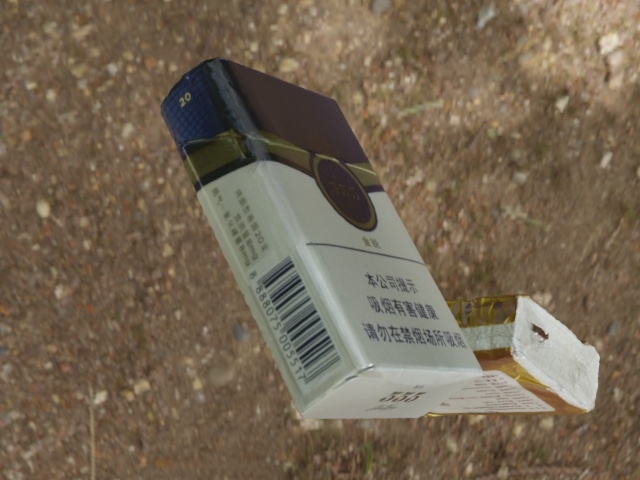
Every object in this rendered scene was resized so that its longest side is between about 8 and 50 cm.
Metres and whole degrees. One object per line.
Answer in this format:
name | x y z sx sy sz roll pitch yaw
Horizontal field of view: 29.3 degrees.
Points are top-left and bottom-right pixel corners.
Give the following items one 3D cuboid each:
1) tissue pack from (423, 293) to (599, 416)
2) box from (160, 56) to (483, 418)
tissue pack | 0.164 0.133 1.331 0.226 0.183 0.091 -11 60 38
box | 0.000 0.000 0.870 0.071 0.168 0.259 -37 66 25
